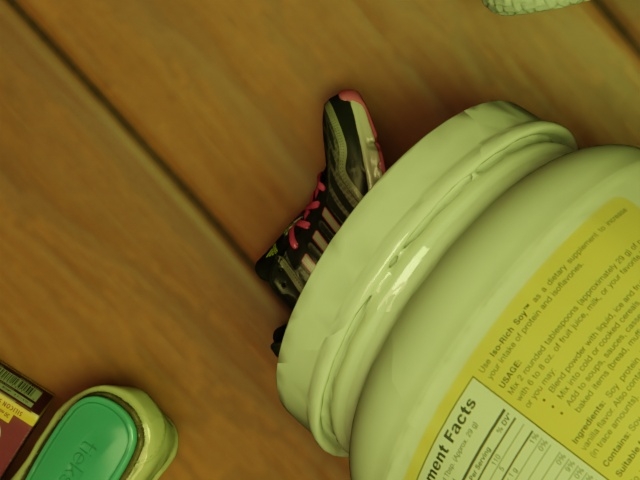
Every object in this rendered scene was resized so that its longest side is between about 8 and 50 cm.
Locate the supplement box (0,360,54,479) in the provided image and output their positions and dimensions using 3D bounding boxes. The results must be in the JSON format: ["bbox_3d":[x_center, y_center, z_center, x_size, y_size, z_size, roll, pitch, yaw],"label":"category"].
[{"bbox_3d":[-0.206,0.117,0.970,0.055,0.043,0.083,32,104,-3],"label":"supplement box"}]

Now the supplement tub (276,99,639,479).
[{"bbox_3d":[0.166,0.103,0.783,0.331,0.241,0.241,37,105,25],"label":"supplement tub"}]

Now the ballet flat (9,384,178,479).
[{"bbox_3d":[-0.173,0.188,0.958,0.086,0.086,0.248,41,95,-4],"label":"ballet flat"}]

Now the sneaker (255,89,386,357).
[{"bbox_3d":[0.000,0.000,0.913,0.075,0.063,0.170,0,107,0],"label":"sneaker"}]

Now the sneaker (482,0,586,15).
[{"bbox_3d":[0.195,-0.278,0.802,0.366,0.137,0.210,-34,96,6],"label":"sneaker"}]
